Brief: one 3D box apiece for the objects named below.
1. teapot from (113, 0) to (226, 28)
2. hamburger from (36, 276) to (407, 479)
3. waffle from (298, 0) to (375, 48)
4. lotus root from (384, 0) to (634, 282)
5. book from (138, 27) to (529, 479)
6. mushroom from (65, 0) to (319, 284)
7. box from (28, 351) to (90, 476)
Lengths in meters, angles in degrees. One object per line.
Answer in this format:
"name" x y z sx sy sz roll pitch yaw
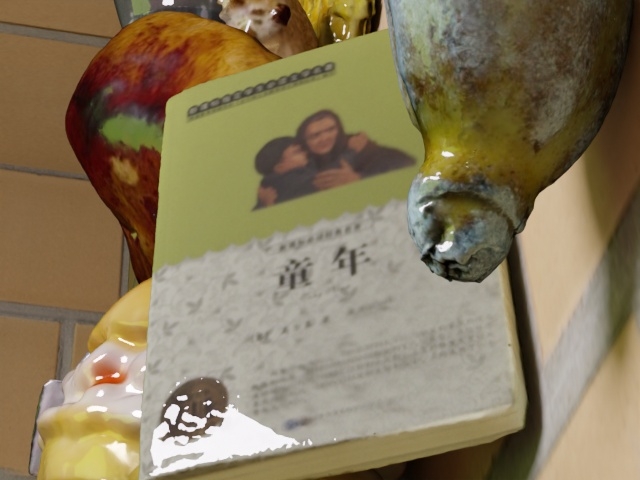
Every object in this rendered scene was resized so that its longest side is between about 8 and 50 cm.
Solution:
"teapot" -0.181 -0.331 2.190 0.300 0.253 0.344 39 -134 -63
"hamburger" -0.057 0.123 1.147 0.276 0.276 0.237 125 163 -67
"waffle" 0.010 -0.231 1.570 0.291 0.051 0.291 -171 90 -77
"lotus root" 0.100 -0.135 0.839 0.158 0.139 0.322 76 -170 -71
"book" 0.000 0.000 1.037 0.035 0.239 0.352 62 -161 -46
"mushroom" -0.058 -0.064 1.396 0.345 0.259 0.345 43 152 30
"box" -0.125 0.238 1.590 0.291 0.262 0.206 61 166 -17
